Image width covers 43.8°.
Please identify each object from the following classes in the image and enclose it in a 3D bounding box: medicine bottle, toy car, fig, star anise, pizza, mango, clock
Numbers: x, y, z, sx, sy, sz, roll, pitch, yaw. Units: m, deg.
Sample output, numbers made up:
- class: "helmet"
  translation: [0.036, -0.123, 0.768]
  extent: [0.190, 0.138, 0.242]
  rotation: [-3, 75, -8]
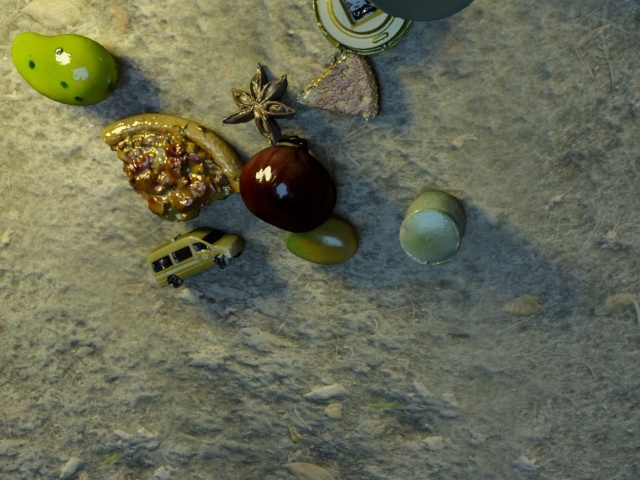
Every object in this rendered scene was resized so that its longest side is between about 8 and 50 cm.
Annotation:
- class: "medicine bottle"
  translation: [0.264, -0.030, 1.867]
  extent: [0.147, 0.143, 0.147]
  rotation: [7, 117, 13]
- class: "toy car"
  translation: [-0.326, 0.032, 2.084]
  extent: [0.257, 0.101, 0.124]
  rotation: [-23, 103, 25]
- class: "fig"
  translation: [-0.072, -0.128, 1.879]
  extent: [0.214, 0.235, 0.235]
  rotation: [-40, 102, -17]
- class: "star anise"
  translation: [-0.131, -0.321, 1.866]
  extent: [0.208, 0.063, 0.171]
  rotation: [26, 98, 34]
- class: "pizza"
  translation: [-0.369, -0.179, 1.999]
  extent: [0.409, 0.114, 0.277]
  rotation: [27, 113, 5]
- class: "mango"
  translation: [0.000, 0.000, 1.989]
  extent: [0.195, 0.092, 0.130]
  rotation: [-5, 116, 27]
- class: "pizza"
  translation: [0.039, -0.347, 1.829]
  extent: [0.195, 0.052, 0.185]
  rotation: [-12, 107, 13]
- class: "clock"
  translation: [0.093, -0.516, 1.715]
  extent: [0.237, 0.057, 0.236]
  rotation: [3, 105, 10]
- class: "mango"
  translation: [-0.627, -0.422, 1.939]
  extent: [0.293, 0.143, 0.175]
  rotation: [19, 117, 17]

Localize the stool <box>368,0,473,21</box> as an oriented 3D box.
- class: "stool"
  translation: [0.200, -0.594, 1.469]
  extent: [0.297, 0.330, 0.297]
  rotation: [7, 138, 6]
